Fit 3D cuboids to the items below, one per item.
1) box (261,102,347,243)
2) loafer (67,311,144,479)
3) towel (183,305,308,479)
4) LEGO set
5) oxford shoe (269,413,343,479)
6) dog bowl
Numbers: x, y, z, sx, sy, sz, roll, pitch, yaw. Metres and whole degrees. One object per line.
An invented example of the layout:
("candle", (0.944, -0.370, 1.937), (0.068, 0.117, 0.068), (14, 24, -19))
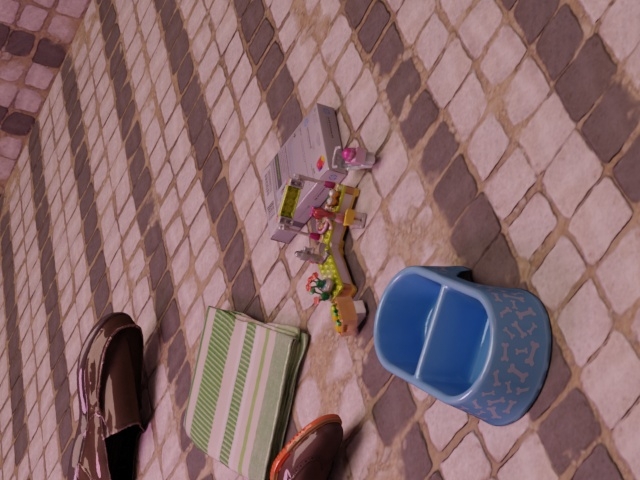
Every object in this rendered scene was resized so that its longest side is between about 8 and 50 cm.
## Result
("box", (-0.030, -0.107, 2.070), (0.186, 0.038, 0.145), (-50, 37, 40))
("loafer", (-0.376, 0.319, 2.437), (0.130, 0.134, 0.365), (8, 93, 35))
("towel", (-0.129, 0.240, 2.090), (0.325, 0.038, 0.247), (10, 87, 60))
("LEGO set", (0.000, 0.000, 1.890), (0.132, 0.107, 0.286), (-22, 58, 57))
("oxford shoe", (-0.020, 0.362, 1.793), (0.098, 0.097, 0.271), (42, 120, 37))
("dog bowl", (0.161, 0.117, 1.575), (0.297, 0.074, 0.165), (23, 97, 61))
